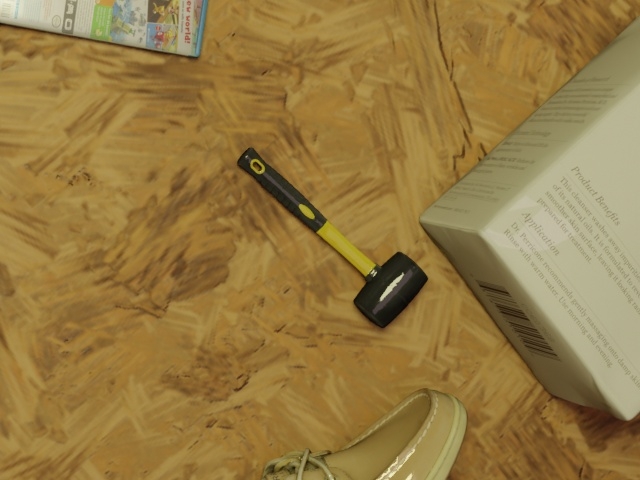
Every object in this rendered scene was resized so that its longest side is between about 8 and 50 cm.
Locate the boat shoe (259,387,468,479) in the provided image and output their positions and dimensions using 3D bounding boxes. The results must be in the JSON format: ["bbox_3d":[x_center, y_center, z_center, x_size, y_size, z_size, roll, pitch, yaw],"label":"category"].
[{"bbox_3d":[-0.006,0.223,1.227,0.302,0.109,0.098,-44,106,-3],"label":"boat shoe"}]

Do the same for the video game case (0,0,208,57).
[{"bbox_3d":[-0.169,-0.217,1.188,0.166,0.015,0.119,8,92,-16],"label":"video game case"}]

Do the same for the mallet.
[{"bbox_3d":[0.000,0.000,1.248,0.189,0.039,0.062,35,87,-11],"label":"mallet"}]

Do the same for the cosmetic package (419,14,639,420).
[{"bbox_3d":[0.302,-0.061,1.266,0.385,0.156,0.217,-41,104,-10],"label":"cosmetic package"}]
